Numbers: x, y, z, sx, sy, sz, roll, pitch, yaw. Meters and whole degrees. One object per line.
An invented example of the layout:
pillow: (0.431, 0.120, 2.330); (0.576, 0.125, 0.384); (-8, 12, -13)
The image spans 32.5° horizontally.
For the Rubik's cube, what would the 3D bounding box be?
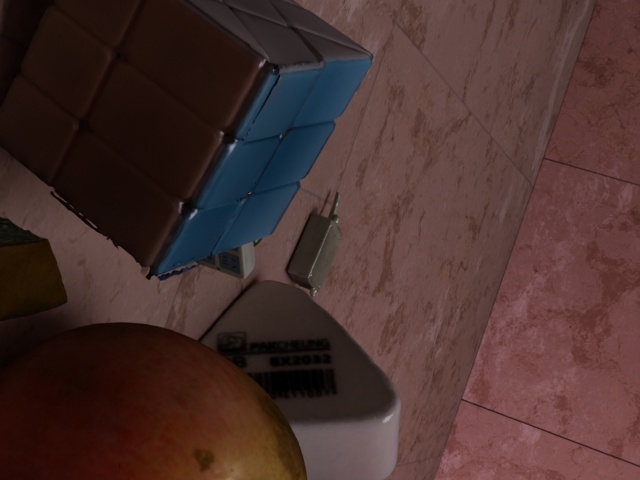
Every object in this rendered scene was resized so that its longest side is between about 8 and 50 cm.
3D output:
Rubik's cube: (-0.125, -0.133, 1.024); (0.225, 0.221, 0.231); (-58, 165, 23)

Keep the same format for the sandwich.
sandwich: (-0.312, 0.023, 0.949); (0.258, 0.094, 0.096); (-7, 118, -69)

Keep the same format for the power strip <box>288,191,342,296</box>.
power strip: (0.000, 0.000, 1.774); (0.175, 0.042, 0.075); (-67, 159, -15)

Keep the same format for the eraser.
eraser: (-0.086, 0.229, 1.518); (0.331, 0.331, 0.150); (-52, 150, -42)

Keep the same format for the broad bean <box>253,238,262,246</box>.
broad bean: (-0.057, -0.106, 1.543); (0.060, 0.043, 0.298); (15, 95, -59)

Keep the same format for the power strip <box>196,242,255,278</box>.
power strip: (-0.126, -0.032, 1.378); (0.035, 0.081, 0.192); (-50, 151, -39)

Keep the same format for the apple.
apple: (-0.187, 0.265, 1.113); (0.364, 0.363, 0.364); (-51, 151, -43)
